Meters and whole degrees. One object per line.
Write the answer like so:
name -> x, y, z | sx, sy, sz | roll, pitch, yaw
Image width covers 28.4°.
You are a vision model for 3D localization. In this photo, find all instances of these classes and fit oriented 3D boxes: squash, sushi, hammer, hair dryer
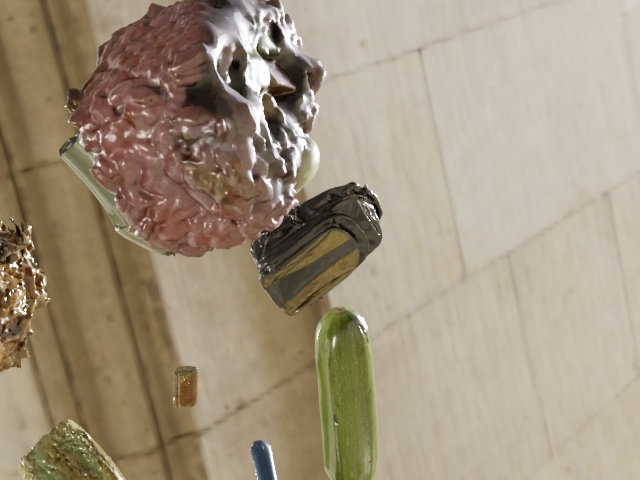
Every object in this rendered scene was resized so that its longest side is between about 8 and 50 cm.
squash -> 0.031, 0.184, 1.440 | 0.069, 0.239, 0.069 | -5, -159, 2
sushi -> -0.097, -0.121, 1.233 | 0.171, 0.236, 0.270 | -26, -152, 31
hammer -> -0.064, 0.361, 1.735 | 0.116, 0.194, 0.069 | 8, 138, -31
hair dryer -> -0.265, -0.112, 1.810 | 0.219, 0.225, 0.088 | 24, 165, -34

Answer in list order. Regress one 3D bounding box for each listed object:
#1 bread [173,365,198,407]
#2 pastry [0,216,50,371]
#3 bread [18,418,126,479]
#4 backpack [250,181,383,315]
bread -> -0.246, 0.269, 2.316 | 0.047, 0.083, 0.036 | 0, -144, -6
pastry -> -0.388, 0.057, 1.167 | 0.274, 0.193, 0.275 | 9, -174, -1
bread -> -0.307, 0.335, 1.656 | 0.102, 0.196, 0.138 | -38, -121, -17
backpack -> 0.000, 0.000, 2.288 | 0.258, 0.206, 0.133 | -33, -129, 3
